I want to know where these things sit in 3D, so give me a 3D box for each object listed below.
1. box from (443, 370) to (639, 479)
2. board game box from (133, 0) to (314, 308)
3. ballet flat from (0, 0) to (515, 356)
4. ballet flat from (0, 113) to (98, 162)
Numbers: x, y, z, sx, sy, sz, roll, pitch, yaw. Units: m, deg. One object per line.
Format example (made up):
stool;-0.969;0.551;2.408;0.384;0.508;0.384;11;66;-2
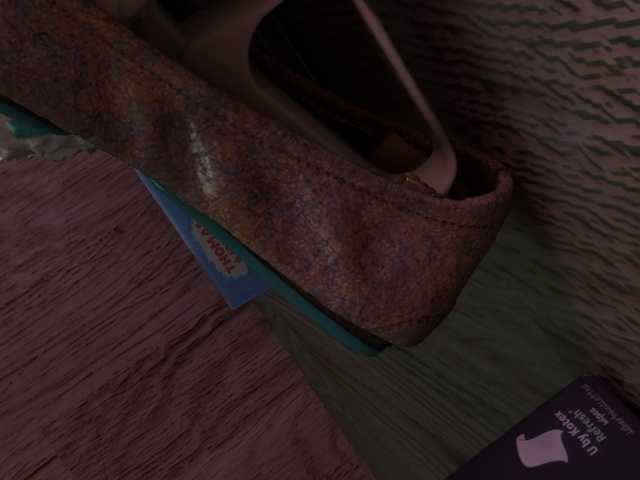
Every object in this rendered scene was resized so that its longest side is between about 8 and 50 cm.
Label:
box;0.071;0.216;0.554;0.143;0.270;0.165;48;170;39
board game box;-0.050;-0.074;0.610;0.160;0.039;0.211;56;-163;-9
ballet flat;-0.050;-0.074;0.436;0.316;0.106;0.107;33;-158;-32
ballet flat;-0.184;-0.162;0.812;0.147;0.147;0.409;59;-179;-30
